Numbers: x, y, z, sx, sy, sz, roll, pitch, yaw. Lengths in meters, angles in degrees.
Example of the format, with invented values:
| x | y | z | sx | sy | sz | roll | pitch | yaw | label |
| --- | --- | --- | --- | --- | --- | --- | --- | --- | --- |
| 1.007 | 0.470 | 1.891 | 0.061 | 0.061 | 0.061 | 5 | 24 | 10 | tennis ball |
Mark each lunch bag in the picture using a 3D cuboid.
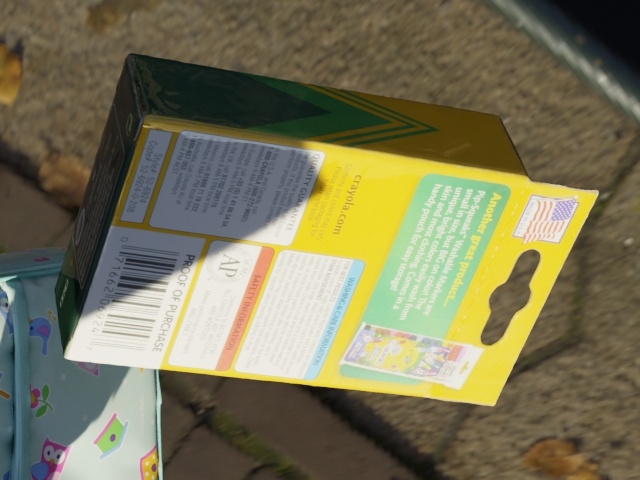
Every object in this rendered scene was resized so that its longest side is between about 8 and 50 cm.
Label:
| x | y | z | sx | sy | sz | roll | pitch | yaw | label |
| --- | --- | --- | --- | --- | --- | --- | --- | --- | --- |
| -0.227 | 0.150 | 1.489 | 0.224 | 0.108 | 0.279 | -9 | 99 | -53 | lunch bag |

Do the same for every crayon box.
| x | y | z | sx | sy | sz | roll | pitch | yaw | label |
| --- | --- | --- | --- | --- | --- | --- | --- | --- | --- |
| 0.000 | 0.000 | 1.318 | 0.323 | 0.203 | 0.083 | 9 | 35 | -20 | crayon box |
